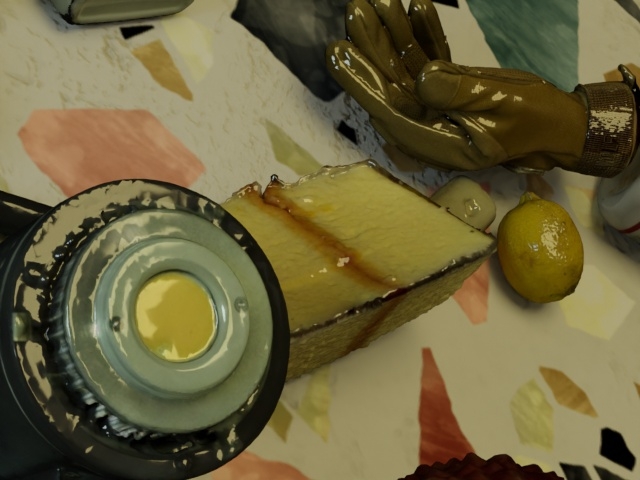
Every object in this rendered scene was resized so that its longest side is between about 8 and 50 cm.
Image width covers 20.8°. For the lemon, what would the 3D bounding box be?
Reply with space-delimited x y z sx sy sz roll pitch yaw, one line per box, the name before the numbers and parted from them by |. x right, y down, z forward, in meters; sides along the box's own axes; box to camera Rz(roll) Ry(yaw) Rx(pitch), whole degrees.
lemon | 0.209 0.006 1.663 0.082 0.082 0.111 -2 67 -37

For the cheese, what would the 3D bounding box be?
cheese | 0.100 -0.001 1.618 0.065 0.043 0.194 54 43 -2

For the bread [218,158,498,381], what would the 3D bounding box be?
bread | 0.000 0.000 1.449 0.240 0.135 0.178 -22 73 -30

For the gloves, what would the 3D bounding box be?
gloves | 0.151 -0.133 1.680 0.331 0.141 0.154 12 40 -18

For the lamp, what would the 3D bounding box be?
lamp | -0.150 0.066 1.215 0.205 0.272 0.374 19 49 -26

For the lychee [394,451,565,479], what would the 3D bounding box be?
lychee | 0.110 0.287 1.245 0.264 0.264 0.300 31 26 -14

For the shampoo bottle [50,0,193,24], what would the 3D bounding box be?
shampoo bottle | -0.234 -0.328 1.592 0.153 0.071 0.284 -16 71 -44

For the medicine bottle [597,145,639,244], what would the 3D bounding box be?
medicine bottle | 0.416 -0.017 1.798 0.250 0.131 0.131 32 45 -14
